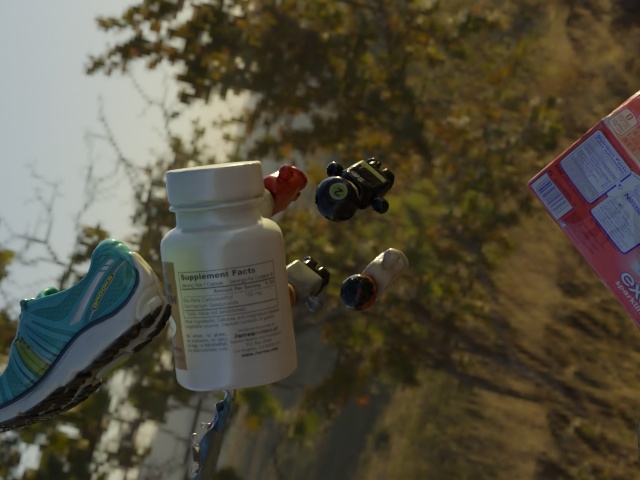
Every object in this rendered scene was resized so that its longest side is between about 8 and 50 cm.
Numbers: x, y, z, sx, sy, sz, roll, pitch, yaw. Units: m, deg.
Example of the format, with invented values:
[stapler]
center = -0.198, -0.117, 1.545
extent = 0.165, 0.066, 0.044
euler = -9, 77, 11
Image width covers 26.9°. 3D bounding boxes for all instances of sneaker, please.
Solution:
[sneaker]
center = -0.265, 0.106, 1.345
extent = 0.275, 0.110, 0.107
euler = -39, -15, 18

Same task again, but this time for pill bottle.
[pill bottle]
center = -0.101, 0.035, 1.416
extent = 0.131, 0.131, 0.229
euler = -116, 20, -84

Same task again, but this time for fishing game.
[fishing game]
center = -0.141, 0.260, 1.532
extent = 0.189, 0.041, 0.264
euler = 100, -174, -63

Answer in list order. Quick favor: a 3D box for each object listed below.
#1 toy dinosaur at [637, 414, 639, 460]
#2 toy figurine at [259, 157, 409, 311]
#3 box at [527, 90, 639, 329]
[toy dinosaur]
center = 0.260, 0.153, 0.841
extent = 0.313, 0.160, 0.121
euler = 48, -118, -48
[toy figurine]
center = 0.000, 0.000, 1.792
extent = 0.148, 0.213, 0.210
euler = -33, -63, -57
[box]
center = 0.367, -0.001, 1.287
extent = 0.142, 0.300, 0.154
euler = -34, -7, -29
